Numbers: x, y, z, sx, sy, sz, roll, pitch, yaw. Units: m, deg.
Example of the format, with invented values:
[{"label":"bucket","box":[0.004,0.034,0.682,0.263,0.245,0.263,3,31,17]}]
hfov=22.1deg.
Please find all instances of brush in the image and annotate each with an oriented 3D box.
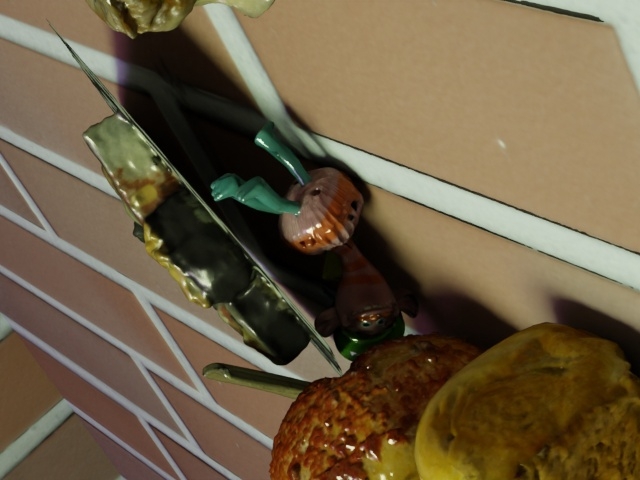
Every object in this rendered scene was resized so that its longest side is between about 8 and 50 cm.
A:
[{"label":"brush","box":[0.011,0.125,1.384,0.248,0.036,0.043,16,159,-34]}]

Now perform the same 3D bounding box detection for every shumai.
[{"label":"shumai","box":[-0.083,-0.182,1.055,0.116,0.145,0.145,33,165,-14]}]

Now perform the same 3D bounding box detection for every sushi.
[{"label":"sushi","box":[-0.116,0.001,1.408,0.343,0.064,0.359,49,177,9]}]

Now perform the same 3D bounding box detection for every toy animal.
[{"label":"toy animal","box":[0.000,0.000,1.284,0.208,0.100,0.103,49,-174,-32]}]

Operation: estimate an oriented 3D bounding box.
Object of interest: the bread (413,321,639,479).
[{"label":"bread","box":[0.185,0.200,1.134,0.132,0.167,0.294,19,146,49]}]

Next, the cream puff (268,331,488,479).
[{"label":"cream puff","box":[0.068,0.159,1.258,0.240,0.240,0.164,125,135,-71]}]
